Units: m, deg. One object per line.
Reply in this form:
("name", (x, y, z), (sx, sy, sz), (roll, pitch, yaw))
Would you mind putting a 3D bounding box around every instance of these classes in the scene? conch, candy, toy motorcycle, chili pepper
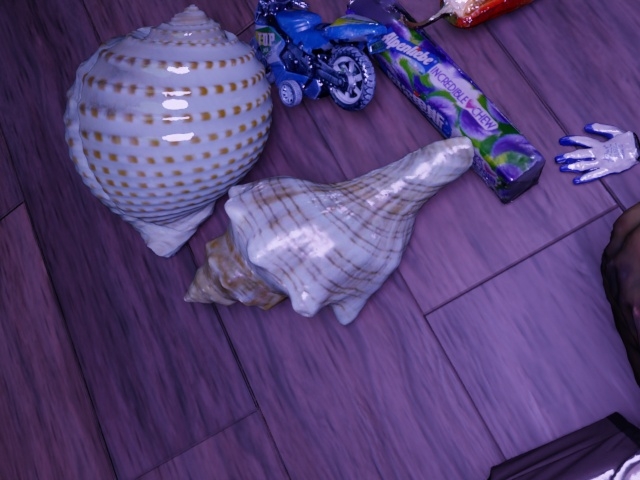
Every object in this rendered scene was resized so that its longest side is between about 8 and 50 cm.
("conch", (-0.223, -0.149, 0.742), (0.303, 0.215, 0.319), (35, 100, 37))
("candy", (0.141, -0.175, 0.667), (0.061, 0.088, 0.312), (-38, 69, 7))
("toy motorcycle", (-0.018, -0.248, 0.714), (0.254, 0.092, 0.135), (29, 132, 40))
("conch", (-0.004, 0.009, 0.651), (0.386, 0.203, 0.169), (-16, 32, 30))
("chili pepper", (0.214, -0.293, 0.655), (0.268, 0.050, 0.059), (-26, 70, -8))

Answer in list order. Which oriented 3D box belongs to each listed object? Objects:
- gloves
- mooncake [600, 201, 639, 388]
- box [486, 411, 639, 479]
("gloves", (0.305, -0.099, 0.623), (0.086, 0.026, 0.064), (-16, 74, 24))
("mooncake", (0.333, 0.089, 0.436), (0.161, 0.290, 0.290), (-22, 73, 21))
("box", (0.262, 0.309, 0.486), (0.153, 0.188, 0.252), (-27, 74, 13))
